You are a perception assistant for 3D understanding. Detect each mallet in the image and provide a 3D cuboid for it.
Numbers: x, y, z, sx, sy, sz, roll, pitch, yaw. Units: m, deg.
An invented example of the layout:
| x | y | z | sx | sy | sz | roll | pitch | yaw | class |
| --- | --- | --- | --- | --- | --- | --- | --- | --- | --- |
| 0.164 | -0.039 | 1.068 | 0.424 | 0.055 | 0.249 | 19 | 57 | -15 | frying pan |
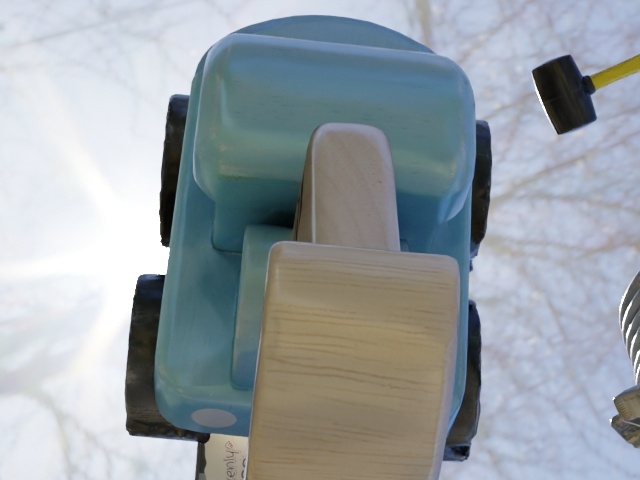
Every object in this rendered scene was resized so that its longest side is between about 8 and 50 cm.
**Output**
| x | y | z | sx | sy | sz | roll | pitch | yaw | class |
| --- | --- | --- | --- | --- | --- | --- | --- | --- | --- |
| 0.261 | -0.155 | 1.392 | 0.062 | 0.189 | 0.039 | 59 | -2 | -1 | mallet |

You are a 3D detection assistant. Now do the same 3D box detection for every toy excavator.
| x | y | z | sx | sy | sz | roll | pitch | yaw | class |
| --- | --- | --- | --- | --- | --- | --- | --- | --- | --- |
| 0.000 | 0.000 | 0.944 | 0.445 | 0.222 | 0.433 | 97 | -2 | -59 | toy excavator |

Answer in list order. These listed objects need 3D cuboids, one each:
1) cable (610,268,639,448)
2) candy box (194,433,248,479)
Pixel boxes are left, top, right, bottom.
| x | y | z | sx | sy | sz | roll | pitch | yaw | class |
| --- | --- | --- | --- | --- | --- | --- | --- | --- | --- |
| 0.307 | 0.041 | 1.024 | 0.257 | 0.257 | 0.089 | -34 | -121 | 24 | cable |
| -0.049 | 0.237 | 1.194 | 0.233 | 0.071 | 0.159 | 89 | 2 | -60 | candy box |
